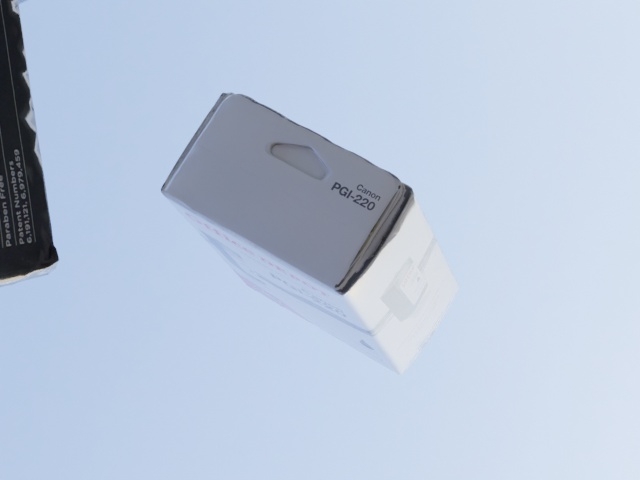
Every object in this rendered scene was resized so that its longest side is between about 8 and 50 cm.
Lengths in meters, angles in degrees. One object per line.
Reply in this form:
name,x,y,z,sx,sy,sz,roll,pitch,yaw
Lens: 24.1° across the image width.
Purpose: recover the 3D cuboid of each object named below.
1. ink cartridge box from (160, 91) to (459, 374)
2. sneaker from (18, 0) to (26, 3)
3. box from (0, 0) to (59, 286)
ink cartridge box,0.000,0.000,1.076,0.092,0.159,0.218,-57,-22,-11
sneaker,-0.196,-0.146,0.841,0.144,0.059,0.053,-20,-76,-9
box,-0.347,-0.037,0.632,0.312,0.343,0.178,-16,-81,-67
